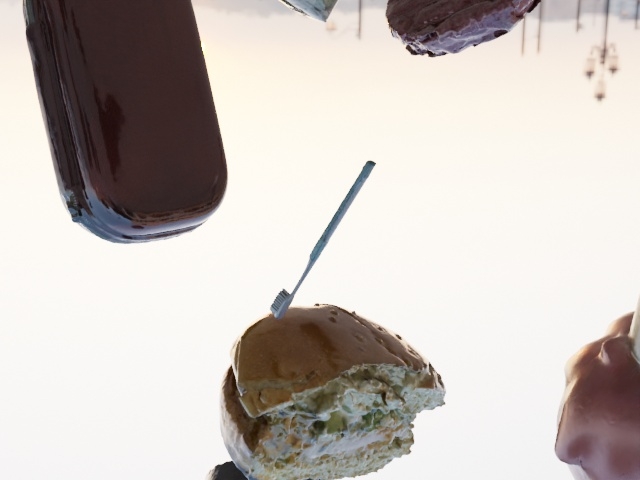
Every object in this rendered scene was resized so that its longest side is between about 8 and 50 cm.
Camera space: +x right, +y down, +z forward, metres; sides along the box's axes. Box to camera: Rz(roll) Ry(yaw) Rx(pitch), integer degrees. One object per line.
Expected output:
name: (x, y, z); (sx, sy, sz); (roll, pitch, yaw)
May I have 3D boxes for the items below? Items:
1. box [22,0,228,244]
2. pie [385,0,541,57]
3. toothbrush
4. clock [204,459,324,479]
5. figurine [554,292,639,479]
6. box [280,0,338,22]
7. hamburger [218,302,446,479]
box: (-0.258, -0.197, 1.274); (0.108, 0.404, 0.263); (-12, 179, 43)
pie: (0.166, -0.288, 1.047); (0.204, 0.054, 0.219); (-1, -126, 45)
toothbrush: (0.000, 0.000, 0.800); (0.014, 0.167, 0.011); (42, -155, 24)
clock: (-0.068, 0.341, 1.261); (0.184, 0.185, 0.040); (1, -127, 3)
figurine: (0.238, 0.134, 0.587); (0.207, 0.387, 0.166); (-14, -150, 34)
box: (-0.001, -0.214, 0.689); (0.062, 0.098, 0.045); (27, -176, -31)
hamburger: (-0.001, 0.135, 0.934); (0.283, 0.144, 0.157); (13, -147, -51)
